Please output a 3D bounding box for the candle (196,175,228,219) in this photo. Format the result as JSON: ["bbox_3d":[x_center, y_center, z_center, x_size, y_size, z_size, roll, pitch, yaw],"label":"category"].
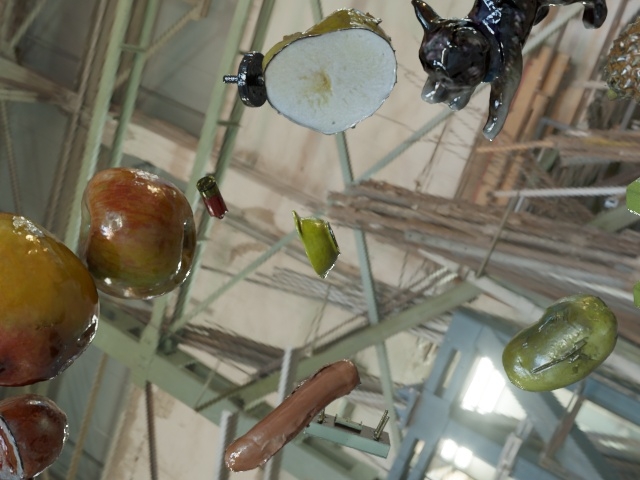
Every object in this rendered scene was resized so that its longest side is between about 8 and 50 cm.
[{"bbox_3d":[-0.267,-0.100,1.932,0.052,0.052,0.130,-50,-38,-27],"label":"candle"}]

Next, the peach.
[{"bbox_3d":[-0.615,0.120,1.541,0.290,0.372,0.372,-39,-25,3],"label":"peach"}]

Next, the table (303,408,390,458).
[{"bbox_3d":[0.085,0.511,2.174,0.121,0.240,0.111,-74,1,-87],"label":"table"}]

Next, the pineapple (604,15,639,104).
[{"bbox_3d":[0.640,-0.346,1.516,0.193,0.166,0.166,-47,-14,32],"label":"pineapple"}]

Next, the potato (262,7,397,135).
[{"bbox_3d":[0.025,-0.387,1.751,0.196,0.300,0.246,-87,-18,-63],"label":"potato"}]

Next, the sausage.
[{"bbox_3d":[-0.046,0.313,1.397,0.304,0.078,0.078,-35,-35,-27],"label":"sausage"}]

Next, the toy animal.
[{"bbox_3d":[0.290,-0.391,1.380,0.303,0.194,0.344,31,-78,-41],"label":"toy animal"}]

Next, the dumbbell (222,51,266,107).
[{"bbox_3d":[-0.105,-0.406,1.958,0.143,0.326,0.143,7,-90,-67],"label":"dumbbell"}]

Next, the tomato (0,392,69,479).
[{"bbox_3d":[-0.622,0.412,1.648,0.155,0.214,0.180,-26,-77,-42],"label":"tomato"}]

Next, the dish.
[{"bbox_3d":[0.000,0.000,1.960,0.149,0.080,0.207,-101,-11,-63],"label":"dish"}]

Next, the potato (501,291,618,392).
[{"bbox_3d":[0.483,0.210,1.562,0.248,0.143,0.169,-34,12,8],"label":"potato"}]

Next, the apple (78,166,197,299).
[{"bbox_3d":[-0.408,-0.011,1.760,0.301,0.302,0.301,-45,-31,-36],"label":"apple"}]

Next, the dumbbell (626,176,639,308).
[{"bbox_3d":[0.709,0.013,1.611,0.121,0.108,0.301,-29,-65,-36],"label":"dumbbell"}]
